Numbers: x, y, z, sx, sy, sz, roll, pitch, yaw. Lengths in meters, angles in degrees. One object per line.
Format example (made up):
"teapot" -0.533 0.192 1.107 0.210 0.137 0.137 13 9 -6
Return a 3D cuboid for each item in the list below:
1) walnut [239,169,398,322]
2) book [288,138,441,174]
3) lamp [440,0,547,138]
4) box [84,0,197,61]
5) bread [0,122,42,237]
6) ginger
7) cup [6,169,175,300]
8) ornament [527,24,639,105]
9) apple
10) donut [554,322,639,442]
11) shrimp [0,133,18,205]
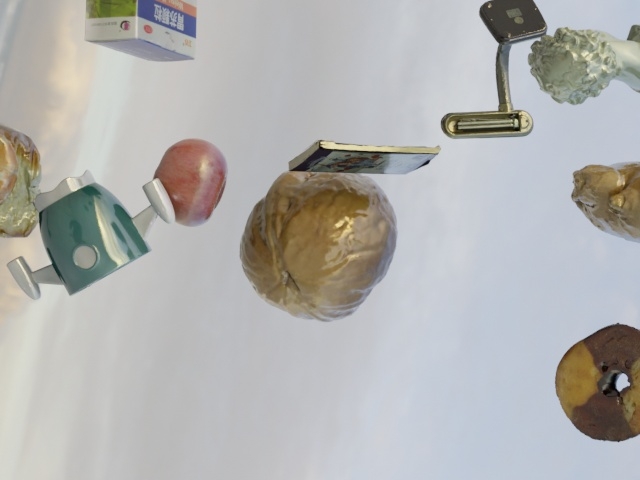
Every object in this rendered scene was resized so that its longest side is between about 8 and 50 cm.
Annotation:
"walnut" 0.000 0.000 1.972 0.333 0.333 0.332 -165 -90 -71
"book" 0.076 -0.141 1.809 0.157 0.231 0.026 152 -63 -67
"lamp" 0.339 -0.345 2.088 0.124 0.203 0.283 -119 -159 -44
"box" -0.297 -0.468 1.737 0.200 0.106 0.299 0 90 -68
"bread" -0.675 -0.128 1.909 0.250 0.279 0.225 14 -84 43
"ginger" 0.480 -0.057 1.525 0.270 0.219 0.123 -6 111 -82
"cup" -0.392 -0.018 1.716 0.300 0.173 0.167 -29 -176 5
"ornament" 0.465 -0.279 1.587 0.130 0.285 0.120 -139 -138 -73
"apple" -0.227 -0.103 1.784 0.153 0.120 0.153 -158 -90 -89
"donut" 0.439 0.207 1.502 0.184 0.073 0.166 -54 -127 32
"shrimp" -0.500 -0.079 1.412 0.187 0.132 0.051 -47 -179 5
